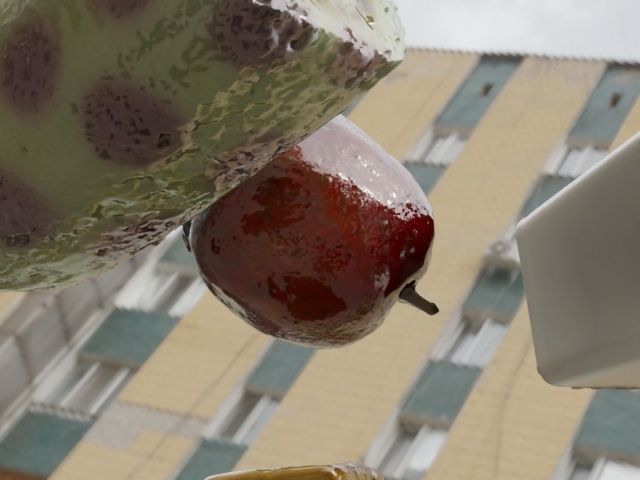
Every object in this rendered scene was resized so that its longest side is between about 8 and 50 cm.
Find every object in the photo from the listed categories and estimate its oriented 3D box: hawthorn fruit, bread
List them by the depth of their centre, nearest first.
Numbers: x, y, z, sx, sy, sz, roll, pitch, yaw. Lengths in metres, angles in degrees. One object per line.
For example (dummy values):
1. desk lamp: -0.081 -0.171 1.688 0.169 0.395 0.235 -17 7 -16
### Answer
1. bread: -0.123 -0.088 0.936 0.338 0.187 0.155 -31 -108 31
2. bread: -0.019 0.215 1.186 0.115 0.077 0.200 -2 -11 14
3. hawthorn fruit: 0.000 0.000 1.308 0.249 0.215 0.215 40 -44 -11

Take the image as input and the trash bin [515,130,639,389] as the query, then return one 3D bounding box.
1. trash bin: 0.359 0.027 1.321 0.367 0.255 0.296 -33 -120 54
